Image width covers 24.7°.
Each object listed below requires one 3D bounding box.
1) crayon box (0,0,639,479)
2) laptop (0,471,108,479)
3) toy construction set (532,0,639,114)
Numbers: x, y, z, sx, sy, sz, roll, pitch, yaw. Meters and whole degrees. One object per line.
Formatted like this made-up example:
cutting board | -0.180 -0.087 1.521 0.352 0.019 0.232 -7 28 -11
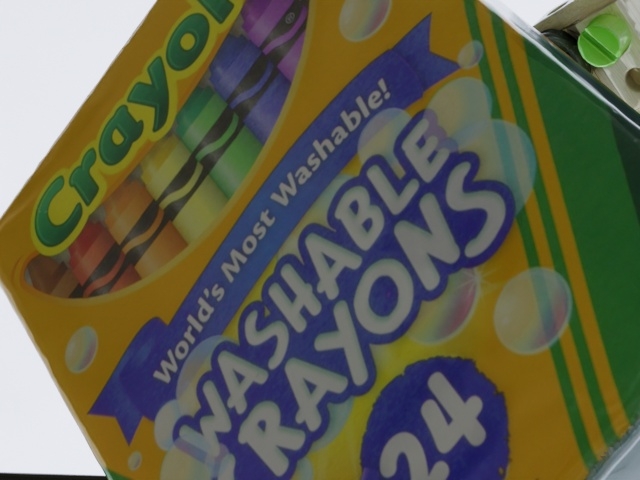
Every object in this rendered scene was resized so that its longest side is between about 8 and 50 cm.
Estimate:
crayon box | 0.000 0.000 0.509 0.203 0.083 0.323 -52 -134 13
laptop | -0.183 0.263 0.858 0.382 0.408 0.236 -1 -118 18
toy construction set | 0.260 -0.112 0.933 0.215 0.151 0.327 -28 -94 41
